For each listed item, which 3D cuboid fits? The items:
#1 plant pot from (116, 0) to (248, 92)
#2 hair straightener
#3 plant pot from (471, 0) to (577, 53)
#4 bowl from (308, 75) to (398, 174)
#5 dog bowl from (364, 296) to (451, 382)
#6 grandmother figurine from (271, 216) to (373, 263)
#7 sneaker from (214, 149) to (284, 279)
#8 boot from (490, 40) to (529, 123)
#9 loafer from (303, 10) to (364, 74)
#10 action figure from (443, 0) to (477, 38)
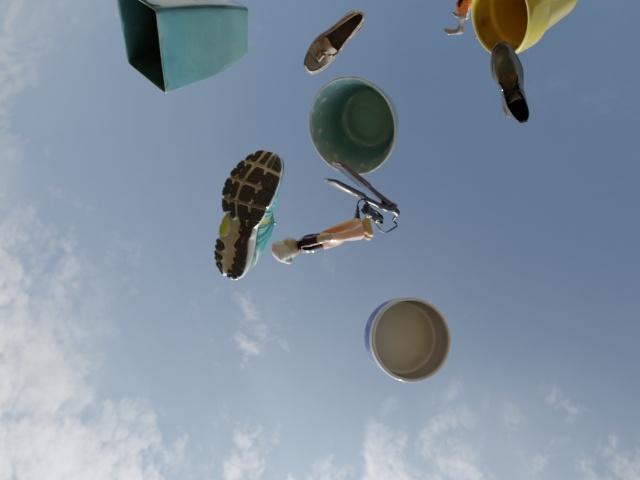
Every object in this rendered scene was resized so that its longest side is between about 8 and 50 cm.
[{"bbox_3d":[-0.282,-0.455,0.929,0.165,0.234,0.165,41,-39,27],"label":"plant pot"},{"bbox_3d":[0.094,-0.079,0.934,0.047,0.231,0.088,17,-102,53],"label":"hair straightener"},{"bbox_3d":[0.648,-0.740,1.324,0.239,0.254,0.253,-27,-114,-9],"label":"plant pot"},{"bbox_3d":[0.132,-0.390,1.411,0.312,0.163,0.311,15,-58,25],"label":"bowl"},{"bbox_3d":[0.281,0.319,1.390,0.265,0.104,0.264,1,-99,-9],"label":"dog bowl"},{"bbox_3d":[0.000,0.000,1.461,0.343,0.207,0.103,-14,-109,-5],"label":"grandmother figurine"},{"bbox_3d":[-0.137,-0.053,0.851,0.107,0.110,0.275,29,-66,16],"label":"sneaker"},{"bbox_3d":[0.520,-0.421,1.145,0.082,0.219,0.106,-21,-149,18],"label":"boot"},{"bbox_3d":[0.021,-0.324,0.691,0.125,0.039,0.045,-44,-72,9],"label":"loafer"},{"bbox_3d":[0.570,-0.886,1.437,0.179,0.341,0.330,40,-40,7],"label":"action figure"}]
